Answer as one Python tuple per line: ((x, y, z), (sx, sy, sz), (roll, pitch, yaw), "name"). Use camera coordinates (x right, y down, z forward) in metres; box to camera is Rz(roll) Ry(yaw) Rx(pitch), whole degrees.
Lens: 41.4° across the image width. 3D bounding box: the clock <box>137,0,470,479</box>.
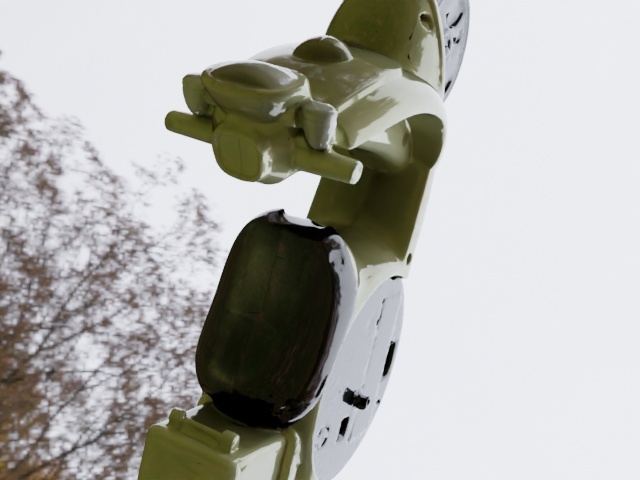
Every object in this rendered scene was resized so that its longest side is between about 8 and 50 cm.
((0.000, 0.000, 0.555), (0.120, 0.276, 0.379), (15, -77, 24), "clock")
